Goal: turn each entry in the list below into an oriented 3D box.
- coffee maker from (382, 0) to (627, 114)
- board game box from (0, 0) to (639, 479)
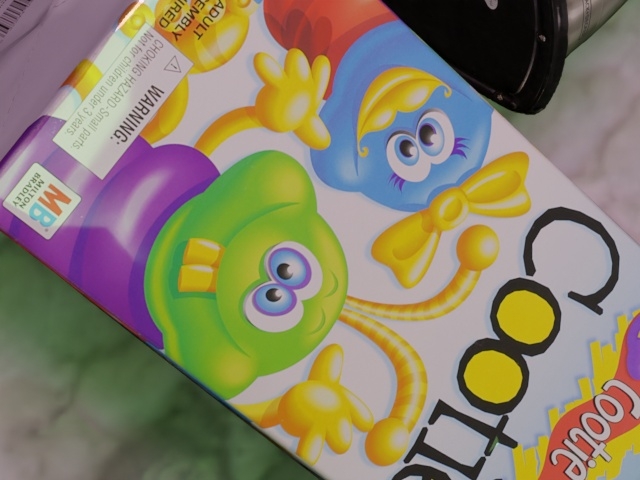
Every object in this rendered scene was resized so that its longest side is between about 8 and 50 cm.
[{"bbox_3d":[0.081,-0.161,0.707,0.171,0.120,0.178,46,63,7],"label":"coffee maker"},{"bbox_3d":[0.000,0.000,0.707,0.275,0.142,0.144,40,85,-27],"label":"board game box"}]
